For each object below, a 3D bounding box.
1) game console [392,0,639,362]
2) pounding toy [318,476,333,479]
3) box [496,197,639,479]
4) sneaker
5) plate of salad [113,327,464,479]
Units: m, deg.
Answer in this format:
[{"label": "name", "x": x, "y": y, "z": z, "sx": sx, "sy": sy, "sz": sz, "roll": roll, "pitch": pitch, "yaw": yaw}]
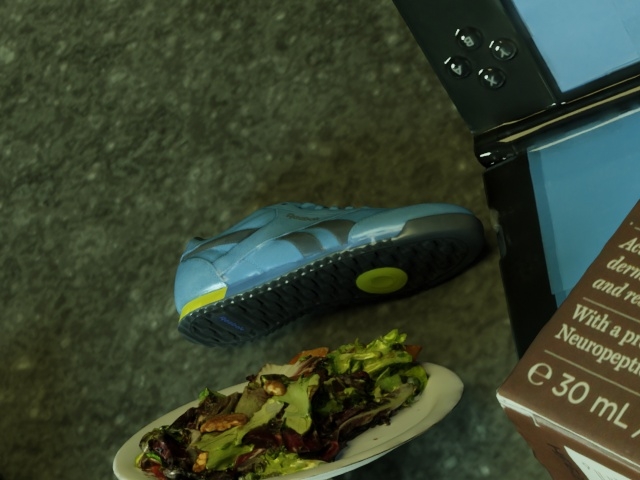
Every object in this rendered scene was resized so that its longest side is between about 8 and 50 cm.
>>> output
[{"label": "game console", "x": 0.192, "y": -0.093, "z": 0.952, "sx": 0.293, "sy": 0.250, "sz": 0.173, "roll": -21, "pitch": 30, "yaw": 23}, {"label": "pounding toy", "x": -0.047, "y": 0.187, "z": 1.005, "sx": 0.141, "sy": 0.100, "sz": 0.130, "roll": 15, "pitch": 76, "yaw": 38}, {"label": "box", "x": 0.272, "y": -0.017, "z": 0.754, "sx": 0.191, "sy": 0.143, "sz": 0.381, "roll": 24, "pitch": 70, "yaw": 48}, {"label": "sneaker", "x": 0.000, "y": 0.000, "z": 1.092, "sx": 0.209, "sy": 0.069, "sz": 0.082, "roll": -18, "pitch": 54, "yaw": 26}, {"label": "plate of salad", "x": -0.020, "y": 0.092, "z": 0.993, "sx": 0.200, "sy": 0.200, "sz": 0.048, "roll": -5, "pitch": 105, "yaw": 32}]
